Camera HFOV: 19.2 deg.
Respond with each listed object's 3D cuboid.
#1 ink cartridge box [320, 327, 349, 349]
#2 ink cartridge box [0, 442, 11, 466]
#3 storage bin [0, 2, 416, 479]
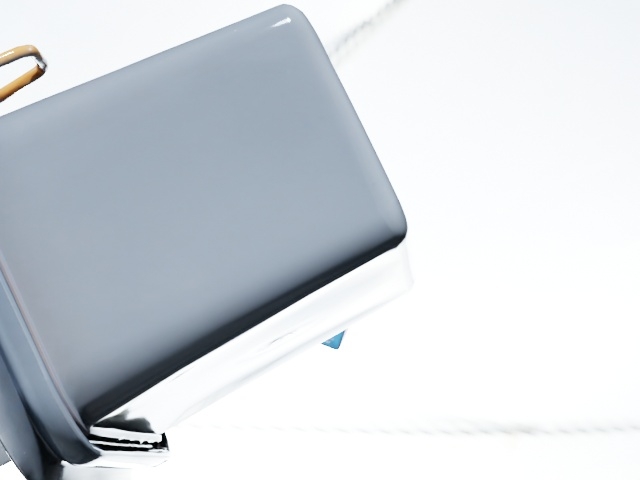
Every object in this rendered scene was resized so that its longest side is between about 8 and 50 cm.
[{"bbox_3d":[0.000,0.000,0.834,0.048,0.083,0.028,20,23,5],"label":"ink cartridge box"},{"bbox_3d":[-0.270,0.105,1.362,0.333,0.065,0.165,-25,36,-38],"label":"ink cartridge box"},{"bbox_3d":[-0.032,-0.005,0.428,0.091,0.098,0.135,-26,-9,-1],"label":"storage bin"}]
